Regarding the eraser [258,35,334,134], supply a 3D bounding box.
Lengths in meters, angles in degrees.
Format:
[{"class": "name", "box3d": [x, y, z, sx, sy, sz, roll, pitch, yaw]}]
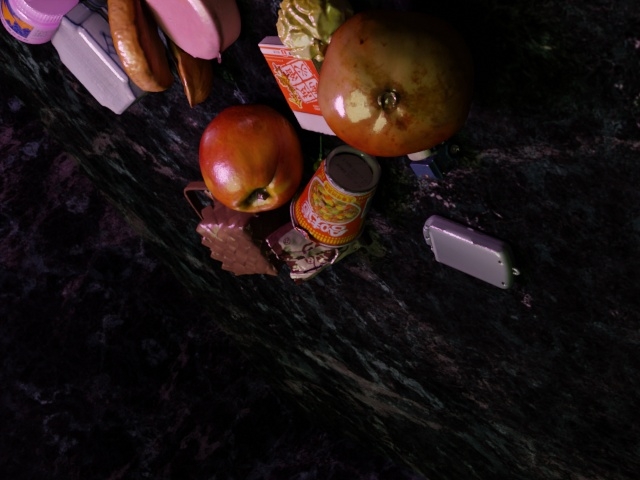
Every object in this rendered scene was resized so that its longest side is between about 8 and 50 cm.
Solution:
[{"class": "eraser", "box3d": [-0.026, -0.327, 1.598, 0.157, 0.038, 0.230, 18, 148, 45]}]

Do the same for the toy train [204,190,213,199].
[{"class": "toy train", "box3d": [-0.287, -0.160, 2.303, 0.099, 0.072, 0.188, 48, 158, -13]}]

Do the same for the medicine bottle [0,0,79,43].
[{"class": "medicine bottle", "box3d": [-0.767, -0.656, 2.048, 0.178, 0.178, 0.291, 50, 158, -20]}]

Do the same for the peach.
[{"class": "peach", "box3d": [-0.164, -0.205, 1.797, 0.238, 0.280, 0.281, 15, 178, -39]}]

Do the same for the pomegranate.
[{"class": "pomegranate", "box3d": [0.120, -0.262, 1.227, 0.252, 0.270, 0.228, -1, 112, 4]}]

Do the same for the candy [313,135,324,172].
[{"class": "candy", "box3d": [0.002, -0.206, 1.799, 0.035, 0.035, 0.123, 44, 151, 29]}]

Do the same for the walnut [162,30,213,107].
[{"class": "walnut", "box3d": [-0.305, -0.423, 1.796, 0.167, 0.087, 0.211, 111, 138, -74]}]

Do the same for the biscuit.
[{"class": "biscuit", "box3d": [-0.422, -0.479, 1.725, 0.213, 0.091, 0.274, -63, -35, -77]}]

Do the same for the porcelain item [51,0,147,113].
[{"class": "porcelain item", "box3d": [-0.564, -0.501, 2.023, 0.286, 0.157, 0.281, 49, 155, -14]}]

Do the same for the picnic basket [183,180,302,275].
[{"class": "picnic basket", "box3d": [-0.208, -0.062, 2.058, 0.321, 0.291, 0.254, 3, 138, 40]}]

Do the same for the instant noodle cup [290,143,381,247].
[{"class": "instant noodle cup", "box3d": [0.044, -0.110, 1.719, 0.193, 0.193, 0.212, 40, 150, 7]}]

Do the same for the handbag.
[{"class": "handbag", "box3d": [0.000, 0.000, 1.927, 0.127, 0.235, 0.213, 52, 175, 46]}]

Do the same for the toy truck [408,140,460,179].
[{"class": "toy truck", "box3d": [0.185, -0.203, 1.408, 0.074, 0.088, 0.201, 8, 141, 52]}]

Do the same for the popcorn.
[{"class": "popcorn", "box3d": [-0.008, -0.389, 1.330, 0.135, 0.142, 0.162, 68, -174, -52]}]

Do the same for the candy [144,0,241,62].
[{"class": "candy", "box3d": [-0.277, -0.504, 1.617, 0.255, 0.094, 0.255, 35, 157, 17]}]

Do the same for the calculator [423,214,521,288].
[{"class": "calculator", "box3d": [0.329, 0.026, 1.646, 0.246, 0.045, 0.141, 25, 152, 36]}]
